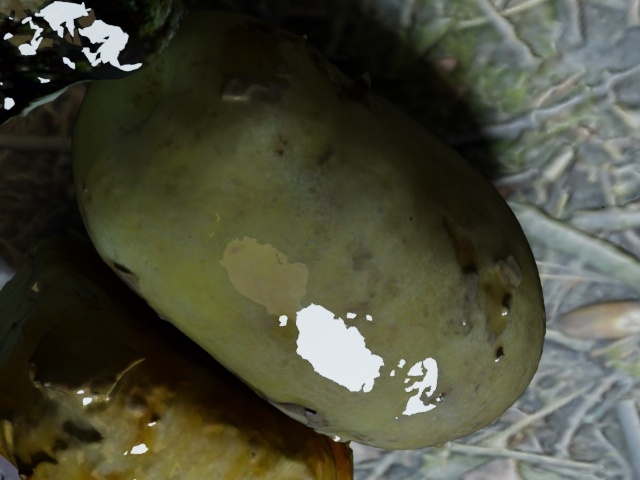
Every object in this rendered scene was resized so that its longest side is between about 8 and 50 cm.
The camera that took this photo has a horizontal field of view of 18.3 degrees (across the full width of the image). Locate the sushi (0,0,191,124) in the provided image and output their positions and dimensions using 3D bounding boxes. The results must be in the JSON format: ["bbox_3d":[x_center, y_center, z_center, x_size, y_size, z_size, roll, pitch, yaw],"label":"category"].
[{"bbox_3d":[-0.172,-0.120,0.848,0.225,0.124,0.127,-10,134,18],"label":"sushi"}]

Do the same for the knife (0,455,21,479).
[{"bbox_3d":[-0.227,0.118,1.081,0.398,0.132,0.038,21,168,-5],"label":"knife"}]

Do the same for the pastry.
[{"bbox_3d":[-0.085,0.083,0.998,0.218,0.229,0.100,39,103,18],"label":"pastry"}]

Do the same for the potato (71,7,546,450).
[{"bbox_3d":[0.000,0.000,0.925,0.262,0.165,0.165,36,130,-18],"label":"potato"}]
